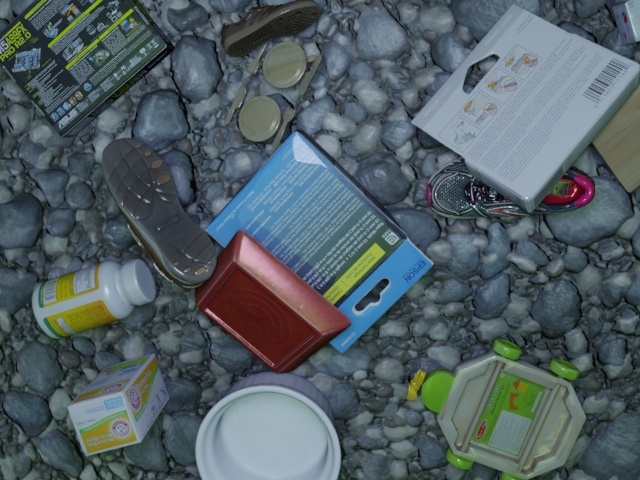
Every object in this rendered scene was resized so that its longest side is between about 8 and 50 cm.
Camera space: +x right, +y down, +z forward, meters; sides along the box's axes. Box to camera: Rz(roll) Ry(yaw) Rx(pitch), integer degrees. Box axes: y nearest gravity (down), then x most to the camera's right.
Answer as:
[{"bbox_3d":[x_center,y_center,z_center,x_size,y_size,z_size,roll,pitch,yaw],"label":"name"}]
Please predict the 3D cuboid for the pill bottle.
[{"bbox_3d":[-0.433,0.107,1.328,0.208,0.117,0.118,-18,99,7],"label":"pill bottle"}]

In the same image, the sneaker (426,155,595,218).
[{"bbox_3d":[0.342,-0.099,1.246,0.299,0.112,0.121,-5,100,5],"label":"sneaker"}]

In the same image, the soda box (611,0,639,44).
[{"bbox_3d":[0.631,-0.415,1.192,0.216,0.069,0.074,-20,99,8],"label":"soda box"}]

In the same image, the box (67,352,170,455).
[{"bbox_3d":[-0.381,0.310,1.318,0.114,0.203,0.103,-16,99,6],"label":"box"}]

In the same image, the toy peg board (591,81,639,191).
[{"bbox_3d":[0.564,-0.205,1.242,0.161,0.079,0.160,-41,111,10],"label":"toy peg board"}]

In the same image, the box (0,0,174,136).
[{"bbox_3d":[-0.442,-0.358,1.271,0.270,0.060,0.216,-38,95,9],"label":"box"}]

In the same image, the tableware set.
[{"bbox_3d":[-0.085,-0.272,1.271,0.128,0.039,0.194,28,95,21],"label":"tableware set"}]

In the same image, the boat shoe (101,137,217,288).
[{"bbox_3d":[-0.315,-0.042,1.288,0.123,0.116,0.324,-25,76,-28],"label":"boat shoe"}]

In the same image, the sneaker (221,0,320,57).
[{"bbox_3d":[-0.095,-0.400,1.234,0.188,0.066,0.071,-21,66,8],"label":"sneaker"}]

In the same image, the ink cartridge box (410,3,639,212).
[{"bbox_3d":[0.352,-0.237,1.199,0.261,0.066,0.296,40,88,28],"label":"ink cartridge box"}]

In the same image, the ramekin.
[{"bbox_3d":[-0.096,0.393,1.352,0.277,0.135,0.277,1,100,3],"label":"ramekin"}]

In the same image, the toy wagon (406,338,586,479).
[{"bbox_3d":[0.336,0.326,1.349,0.344,0.068,0.267,20,101,0],"label":"toy wagon"}]

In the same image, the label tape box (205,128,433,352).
[{"bbox_3d":[0.000,0.000,1.287,0.347,0.115,0.249,43,100,-8],"label":"label tape box"}]

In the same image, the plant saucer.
[{"bbox_3d":[-0.107,0.134,1.270,0.258,0.048,0.259,40,138,-3],"label":"plant saucer"}]
